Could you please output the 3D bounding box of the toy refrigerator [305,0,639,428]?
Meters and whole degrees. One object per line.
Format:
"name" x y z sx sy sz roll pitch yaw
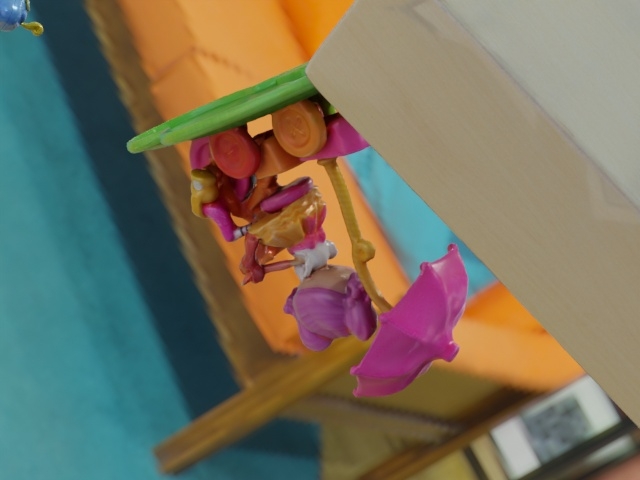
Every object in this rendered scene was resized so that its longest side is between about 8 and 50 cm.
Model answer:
"toy refrigerator" 0.130 -0.018 0.790 0.269 0.102 0.094 46 59 2

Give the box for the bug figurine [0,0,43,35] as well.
"bug figurine" -0.356 -0.246 1.700 0.216 0.072 0.279 22 10 -24

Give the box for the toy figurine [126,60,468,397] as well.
"toy figurine" 0.000 0.000 0.936 0.130 0.173 0.159 -31 101 -43
